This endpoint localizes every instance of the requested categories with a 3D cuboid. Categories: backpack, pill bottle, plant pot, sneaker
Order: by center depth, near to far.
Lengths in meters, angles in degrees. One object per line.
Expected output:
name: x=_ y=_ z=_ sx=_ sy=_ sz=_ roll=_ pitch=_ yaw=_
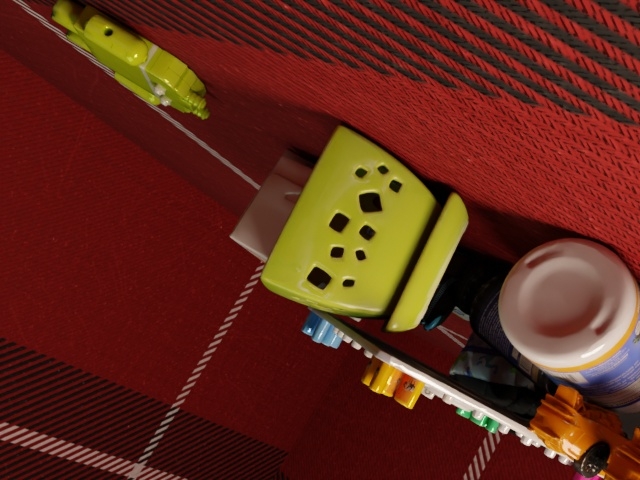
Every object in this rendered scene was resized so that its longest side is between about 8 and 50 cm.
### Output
pill bottle: x=0.336 y=0.119 z=0.919 sx=0.152 sy=0.152 sz=0.272 roll=25 pitch=172 yaw=44
plant pot: x=0.067 y=0.008 z=1.034 sx=0.207 sy=0.227 sz=0.228 roll=26 pitch=174 yaw=5
pill bottle: x=0.305 y=0.123 z=1.146 sx=0.123 sy=0.123 sz=0.219 roll=38 pitch=-177 yaw=-47
backpack: x=0.406 y=0.262 z=1.397 sx=0.290 sy=0.273 sz=0.356 roll=35 pitch=152 yaw=-20
sneaker: x=0.198 y=0.092 z=1.405 sx=0.125 sy=0.139 sz=0.341 roll=28 pitch=174 yaw=13

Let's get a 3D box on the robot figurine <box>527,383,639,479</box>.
robot figurine: x=0.381 y=0.258 z=0.864 sx=0.291 sy=0.085 sz=0.211 roll=25 pitch=-177 yaw=-36

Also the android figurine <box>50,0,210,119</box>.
android figurine: x=-0.294 y=-0.282 z=1.213 sx=0.273 sy=0.056 sz=0.248 roll=33 pitch=173 yaw=-2

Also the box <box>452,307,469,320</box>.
box: x=0.344 y=0.165 z=1.801 sx=0.081 sy=0.028 sz=0.136 roll=33 pitch=171 yaw=-12

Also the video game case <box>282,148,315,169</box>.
video game case: x=0.014 y=-0.092 z=1.377 sx=0.173 sy=0.022 sz=0.190 roll=31 pitch=174 yaw=7

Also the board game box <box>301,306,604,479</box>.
board game box: x=0.179 y=0.225 z=1.095 sx=0.390 sy=0.050 sz=0.390 roll=30 pitch=176 yaw=-14

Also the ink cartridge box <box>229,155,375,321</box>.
ink cartridge box: x=0.000 y=0.000 z=1.295 sx=0.171 sy=0.168 sz=0.233 roll=27 pitch=171 yaw=36
